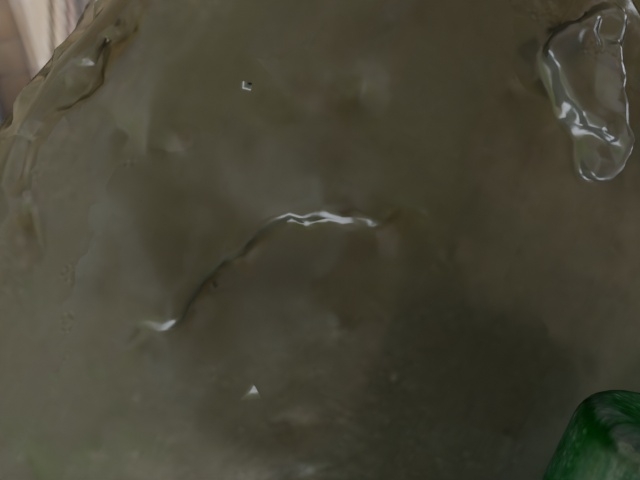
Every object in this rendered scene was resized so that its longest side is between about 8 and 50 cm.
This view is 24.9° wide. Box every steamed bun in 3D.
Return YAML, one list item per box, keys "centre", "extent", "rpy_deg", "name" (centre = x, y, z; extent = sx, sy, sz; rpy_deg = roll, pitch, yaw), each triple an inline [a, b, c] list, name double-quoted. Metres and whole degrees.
- centre: [0.005, -0.001, 0.497]
  extent: [0.236, 0.247, 0.383]
  rpy_deg: [29, -90, -14]
  name: "steamed bun"

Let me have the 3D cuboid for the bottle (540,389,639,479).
- centre: [0.044, 0.203, 0.384]
  extent: [0.093, 0.093, 0.330]
  rpy_deg: [28, -79, 28]
  name: "bottle"
